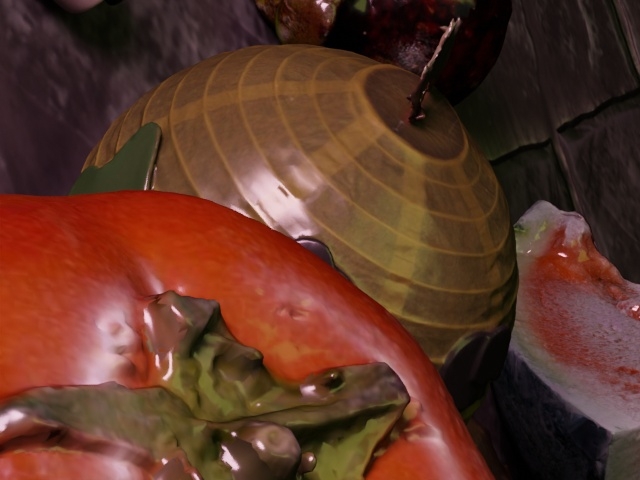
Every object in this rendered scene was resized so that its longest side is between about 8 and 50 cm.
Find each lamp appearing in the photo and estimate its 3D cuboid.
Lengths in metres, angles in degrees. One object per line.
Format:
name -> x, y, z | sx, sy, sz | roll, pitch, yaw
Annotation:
lamp -> 0.000, 0.000, 1.028 | 0.250, 0.284, 0.250 | 28, 29, -17

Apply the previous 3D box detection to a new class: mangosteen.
mangosteen -> 0.038, -0.158, 1.318 | 0.184, 0.172, 0.172 | -14, 87, -34

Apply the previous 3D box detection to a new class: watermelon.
watermelon -> 0.227, 0.101, 1.393 | 0.289, 0.214, 0.319 | 19, 50, -76

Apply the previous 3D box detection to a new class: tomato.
tomato -> -0.084, 0.152, 0.798 | 0.341, 0.273, 0.341 | 26, 38, -23

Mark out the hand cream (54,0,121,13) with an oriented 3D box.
hand cream -> -0.171, -0.188, 1.080 | 0.186, 0.054, 0.087 | 40, 48, -35

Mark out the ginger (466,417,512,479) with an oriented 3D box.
ginger -> 0.118, 0.181, 1.373 | 0.069, 0.051, 0.173 | -93, 157, -46
